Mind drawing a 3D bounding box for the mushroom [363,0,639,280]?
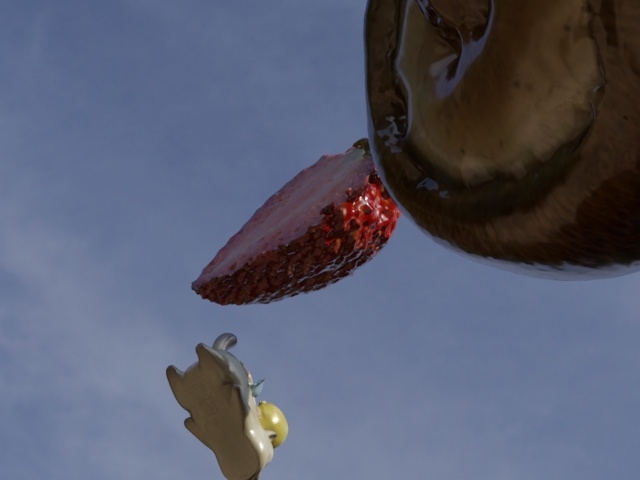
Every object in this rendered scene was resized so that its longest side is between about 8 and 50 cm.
[{"bbox_3d":[0.113,-0.102,0.499,0.253,0.153,0.253,175,-90,-65],"label":"mushroom"}]

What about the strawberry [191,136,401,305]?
[{"bbox_3d":[0.001,-0.003,1.106,0.236,0.175,0.107,-32,-72,26],"label":"strawberry"}]

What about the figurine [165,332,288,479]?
[{"bbox_3d":[-0.045,0.092,0.626,0.047,0.050,0.083,-33,-99,37],"label":"figurine"}]
